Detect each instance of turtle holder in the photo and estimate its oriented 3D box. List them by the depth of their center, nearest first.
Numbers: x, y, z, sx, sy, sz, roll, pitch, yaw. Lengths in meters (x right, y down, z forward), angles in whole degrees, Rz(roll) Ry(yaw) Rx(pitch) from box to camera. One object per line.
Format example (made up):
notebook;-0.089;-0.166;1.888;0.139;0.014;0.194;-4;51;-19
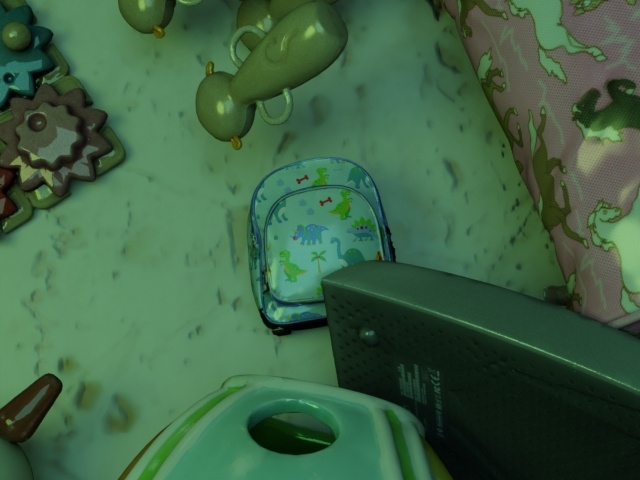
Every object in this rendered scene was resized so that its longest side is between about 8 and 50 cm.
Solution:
turtle holder;0.007;0.207;0.652;0.320;0.243;0.227;-3;59;32

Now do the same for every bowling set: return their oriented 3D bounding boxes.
bowling set;-0.047;-0.204;0.809;0.154;0.200;0.287;-33;74;35

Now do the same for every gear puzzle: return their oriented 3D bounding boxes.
gear puzzle;-0.326;-0.044;0.799;0.339;0.044;0.175;-33;82;-7

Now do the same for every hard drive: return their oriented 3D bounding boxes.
hard drive;0.125;0.105;0.694;0.255;0.172;0.054;19;49;29

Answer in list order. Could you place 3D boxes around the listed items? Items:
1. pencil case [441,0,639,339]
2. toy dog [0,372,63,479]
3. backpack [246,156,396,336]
pencil case;0.173;-0.115;0.749;0.167;0.160;0.386;-26;72;22
toy dog;-0.232;0.165;0.630;0.220;0.333;0.161;35;101;-19
backpack;0.000;0.000;0.780;0.105;0.084;0.114;-8;76;-6
